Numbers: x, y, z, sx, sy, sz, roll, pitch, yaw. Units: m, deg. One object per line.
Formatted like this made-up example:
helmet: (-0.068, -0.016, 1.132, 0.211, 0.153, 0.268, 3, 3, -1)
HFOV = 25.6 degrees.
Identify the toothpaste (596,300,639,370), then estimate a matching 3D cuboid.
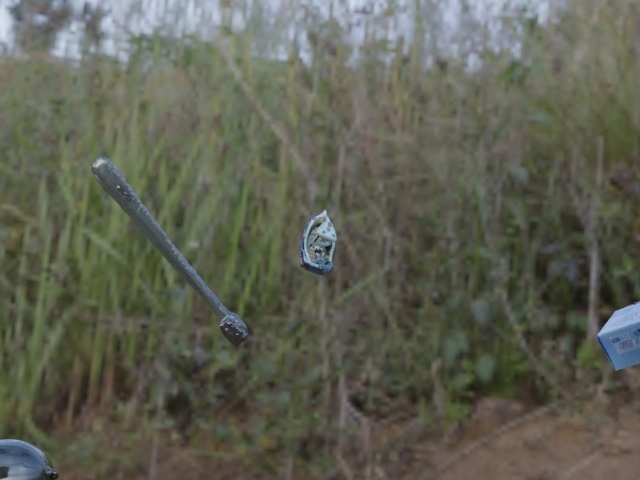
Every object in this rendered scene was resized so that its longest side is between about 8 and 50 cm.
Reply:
toothpaste: (0.430, 0.072, 1.527, 0.272, 0.053, 0.066, -23, 9, 40)

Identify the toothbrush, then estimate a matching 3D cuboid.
toothbrush: (-0.189, 0.016, 1.768, 0.030, 0.297, 0.030, -37, 10, 10)

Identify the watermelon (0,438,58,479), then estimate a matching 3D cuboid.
watermelon: (-0.257, 0.197, 1.115, 0.110, 0.078, 0.078, -21, -23, 24)

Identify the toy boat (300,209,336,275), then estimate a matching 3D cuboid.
toy boat: (0.000, 0.000, 1.376, 0.038, 0.083, 0.038, 2, -47, 2)
